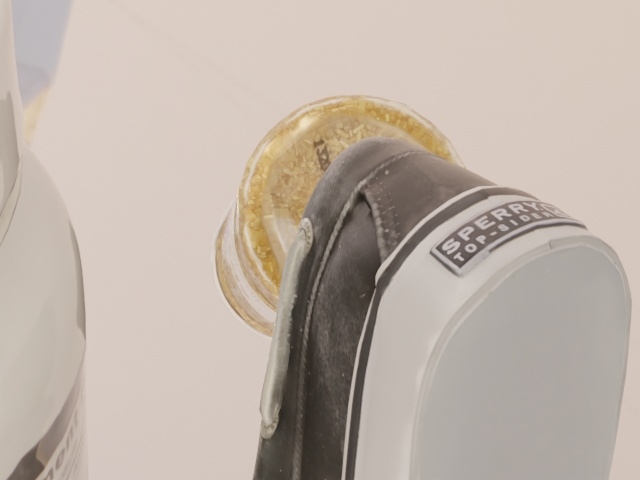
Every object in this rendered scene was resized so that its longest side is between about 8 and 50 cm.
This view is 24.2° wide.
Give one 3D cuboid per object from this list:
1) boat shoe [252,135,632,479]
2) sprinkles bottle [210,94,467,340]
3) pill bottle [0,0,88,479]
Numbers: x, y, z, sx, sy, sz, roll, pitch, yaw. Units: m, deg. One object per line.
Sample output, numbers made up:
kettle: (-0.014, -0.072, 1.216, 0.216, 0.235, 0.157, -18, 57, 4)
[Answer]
boat shoe: (0.015, 0.117, 0.487, 0.113, 0.105, 0.306, -16, -58, -31)
sprinkles bottle: (0.000, 0.000, 0.901, 0.121, 0.121, 0.355, 10, -6, -6)
pill bottle: (-0.176, 0.069, 0.477, 0.204, 0.204, 0.361, 6, -46, 0)
